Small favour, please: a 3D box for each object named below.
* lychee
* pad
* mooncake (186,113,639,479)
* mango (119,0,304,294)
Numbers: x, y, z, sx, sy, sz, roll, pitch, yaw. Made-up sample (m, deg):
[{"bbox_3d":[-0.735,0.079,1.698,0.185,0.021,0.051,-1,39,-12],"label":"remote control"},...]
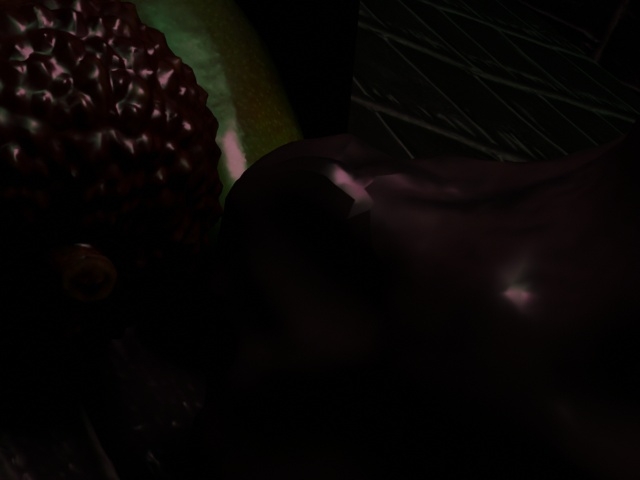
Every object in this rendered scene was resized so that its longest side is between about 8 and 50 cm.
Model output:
[{"bbox_3d":[-0.175,-0.044,0.685,0.236,0.236,0.271,17,22,-30],"label":"lychee"},{"bbox_3d":[-0.042,-0.145,0.946,0.007,0.367,0.247,-17,45,-25],"label":"pad"},{"bbox_3d":[0.113,0.087,0.590,0.212,0.381,0.350,13,64,-60],"label":"mooncake"},{"bbox_3d":[-0.125,-0.099,0.896,0.201,0.225,0.382,-18,45,-22],"label":"mango"}]
